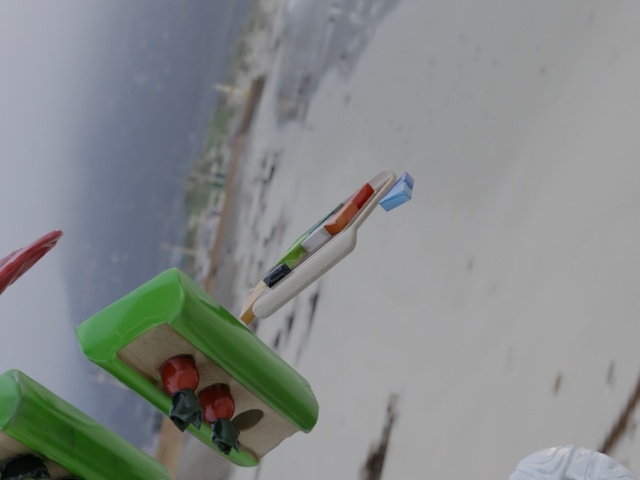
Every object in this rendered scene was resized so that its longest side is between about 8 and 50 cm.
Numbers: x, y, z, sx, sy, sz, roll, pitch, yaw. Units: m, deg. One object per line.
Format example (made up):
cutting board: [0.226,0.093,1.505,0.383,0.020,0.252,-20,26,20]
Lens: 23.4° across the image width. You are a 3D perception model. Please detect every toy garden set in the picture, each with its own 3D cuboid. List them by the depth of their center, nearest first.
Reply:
toy garden set: [-0.141,0.092,0.534,0.204,0.244,0.049,46,-166,-52]

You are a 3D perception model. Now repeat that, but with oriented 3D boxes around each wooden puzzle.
wooden puzzle: [0.000,0.000,0.705,0.116,0.014,0.078,-40,10,24]

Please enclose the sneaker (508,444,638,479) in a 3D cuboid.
sneaker: [0.139,0.208,0.708,0.115,0.090,0.232,72,-179,-59]
